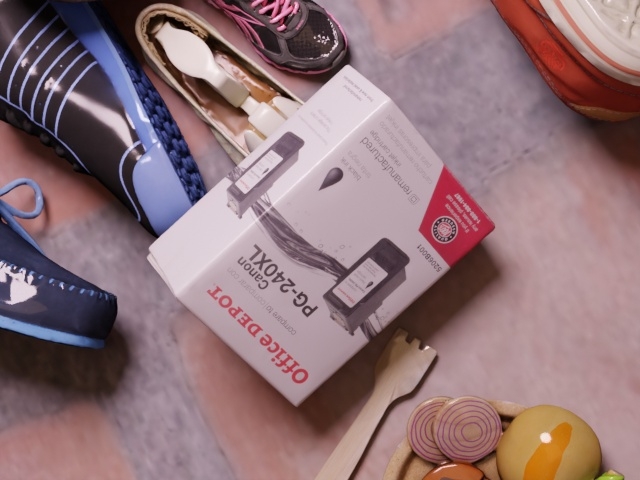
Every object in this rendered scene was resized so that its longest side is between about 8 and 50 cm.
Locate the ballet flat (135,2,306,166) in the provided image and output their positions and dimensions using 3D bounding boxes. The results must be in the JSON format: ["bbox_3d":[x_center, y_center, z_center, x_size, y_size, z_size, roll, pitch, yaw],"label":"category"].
[{"bbox_3d":[-0.044,-0.075,0.735,0.168,0.052,0.057,39,90,10],"label":"ballet flat"}]

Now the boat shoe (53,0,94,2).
[{"bbox_3d":[-0.105,-0.290,0.707,0.122,0.120,0.324,11,69,4],"label":"boat shoe"}]

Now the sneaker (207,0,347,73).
[{"bbox_3d":[-0.037,-0.140,0.740,0.119,0.057,0.047,37,88,9],"label":"sneaker"}]

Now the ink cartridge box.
[{"bbox_3d":[0.000,0.000,0.689,0.150,0.063,0.109,-43,123,1],"label":"ink cartridge box"}]

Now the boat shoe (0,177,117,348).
[{"bbox_3d":[-0.229,-0.016,0.730,0.258,0.109,0.089,22,84,8],"label":"boat shoe"}]

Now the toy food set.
[{"bbox_3d":[0.094,0.145,0.699,0.192,0.038,0.132,30,89,10],"label":"toy food set"}]

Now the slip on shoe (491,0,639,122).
[{"bbox_3d":[0.107,-0.205,0.705,0.123,0.101,0.331,-20,68,-16],"label":"slip on shoe"}]

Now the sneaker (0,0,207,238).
[{"bbox_3d":[-0.149,-0.084,0.742,0.090,0.081,0.232,-33,73,5],"label":"sneaker"}]
